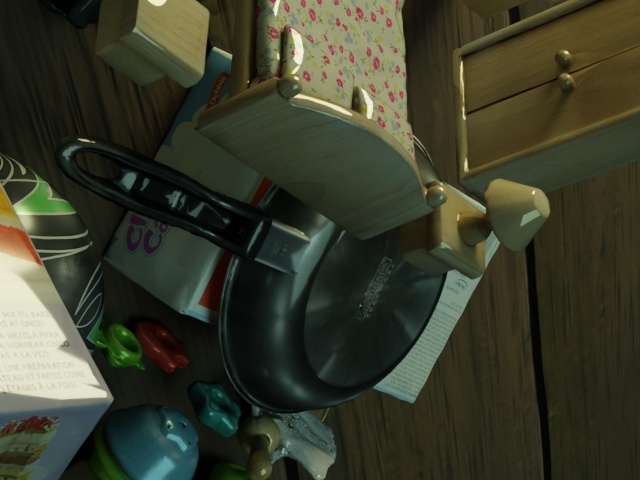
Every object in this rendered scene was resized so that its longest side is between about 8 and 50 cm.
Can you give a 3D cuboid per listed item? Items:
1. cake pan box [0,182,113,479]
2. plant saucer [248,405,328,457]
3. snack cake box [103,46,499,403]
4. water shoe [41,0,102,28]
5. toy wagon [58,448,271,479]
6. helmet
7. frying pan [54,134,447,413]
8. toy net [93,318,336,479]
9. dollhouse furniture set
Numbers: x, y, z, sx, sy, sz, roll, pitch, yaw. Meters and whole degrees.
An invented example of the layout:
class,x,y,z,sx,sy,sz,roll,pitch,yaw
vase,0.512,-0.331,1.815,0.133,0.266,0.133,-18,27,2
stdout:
class,x,y,z,sx,sy,sz,roll,pitch,yaw
cake pan box,-0.232,-0.015,0.493,0.267,0.246,0.070,3,135,-47
plant saucer,-0.025,0.119,1.073,0.083,0.015,0.083,-25,128,-37
snack cake box,0.000,0.000,0.977,0.264,0.089,0.152,28,91,-51
water shoe,-0.124,-0.199,0.743,0.080,0.073,0.203,-35,133,-27
toy wagon,-0.120,0.278,1.020,0.344,0.068,0.267,23,93,-51
helmet,-0.189,0.027,0.727,0.169,0.161,0.169,-25,128,-37
frying pan,-0.004,-0.014,0.863,0.197,0.053,0.326,-50,142,-16
toy net,-0.072,0.118,0.966,0.045,0.122,0.232,-42,153,16
dollhouse furniture set,0.071,-0.169,0.815,0.355,0.174,0.303,32,49,-43
